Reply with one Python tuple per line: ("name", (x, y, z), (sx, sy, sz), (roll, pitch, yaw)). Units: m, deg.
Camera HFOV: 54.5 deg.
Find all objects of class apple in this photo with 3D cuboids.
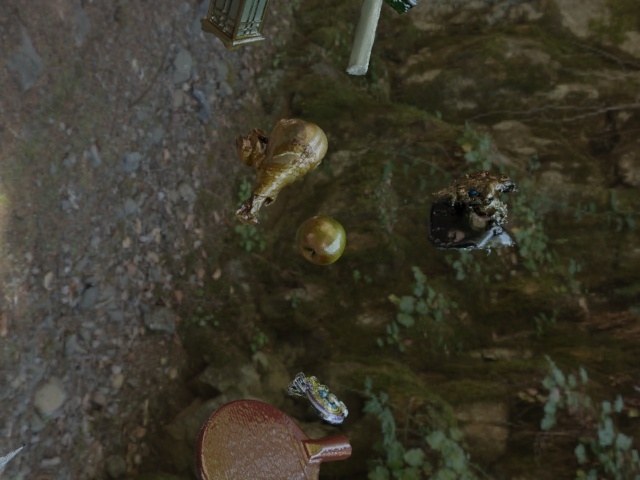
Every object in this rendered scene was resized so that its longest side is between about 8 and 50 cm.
("apple", (0.000, 0.000, 1.092), (0.074, 0.089, 0.090), (-53, 144, -44))

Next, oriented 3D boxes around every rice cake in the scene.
("rice cake", (0.122, -0.564, 1.651), (0.052, 0.057, 0.256), (-167, -90, -77))

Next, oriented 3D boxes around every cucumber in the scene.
("cucumber", (0.116, -0.509, 1.197), (0.187, 0.058, 0.058), (28, 55, -41))

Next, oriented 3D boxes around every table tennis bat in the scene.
("table tennis bat", (-0.084, 0.452, 1.295), (0.414, 0.051, 0.268), (10, 45, -47))

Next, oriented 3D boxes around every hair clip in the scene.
("hair clip", (-0.001, 0.382, 1.471), (0.172, 0.049, 0.116), (40, 19, -8))

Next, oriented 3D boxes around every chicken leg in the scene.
("chicken leg", (-0.172, -0.231, 1.978), (0.410, 0.294, 0.182), (-60, 162, -21))

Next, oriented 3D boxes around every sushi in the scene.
("sushi", (0.385, -0.077, 1.601), (0.225, 0.238, 0.219), (6, 92, -59))

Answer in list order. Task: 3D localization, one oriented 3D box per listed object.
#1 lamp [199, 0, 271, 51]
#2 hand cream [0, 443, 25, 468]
("lamp", (-0.107, -0.479, 1.014), (0.090, 0.089, 0.326), (-30, 154, -46))
("hand cream", (-0.759, 0.504, 1.355), (0.050, 0.084, 0.257), (45, 7, 17))
